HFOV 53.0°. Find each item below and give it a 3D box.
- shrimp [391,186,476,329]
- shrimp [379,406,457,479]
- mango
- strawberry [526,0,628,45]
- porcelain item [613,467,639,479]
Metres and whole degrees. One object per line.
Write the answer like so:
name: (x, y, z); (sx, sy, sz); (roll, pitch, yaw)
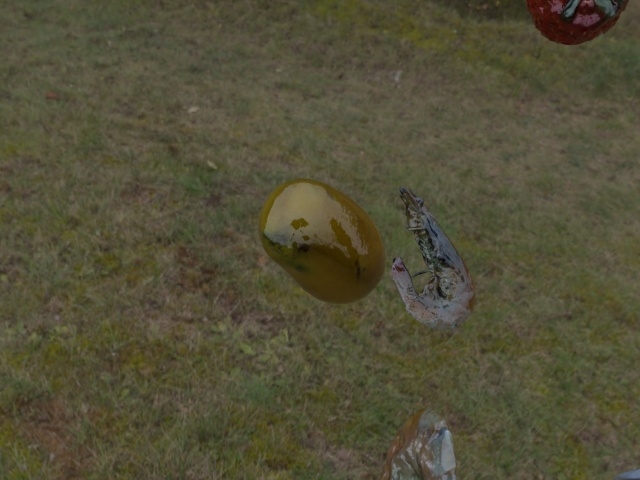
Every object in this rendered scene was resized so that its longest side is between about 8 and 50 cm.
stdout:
shrimp: (0.173, 0.031, 1.068); (0.144, 0.052, 0.251); (-24, 84, -28)
shrimp: (0.060, 0.209, 0.435); (0.042, 0.101, 0.190); (15, 71, -11)
mango: (0.000, 0.000, 1.156); (0.173, 0.317, 0.211); (-20, 62, 24)
strawberry: (0.298, -0.297, 0.754); (0.131, 0.131, 0.148); (9, 21, -5)
porcelain item: (0.432, 0.324, 0.750); (0.147, 0.147, 0.114); (-5, 73, -17)
